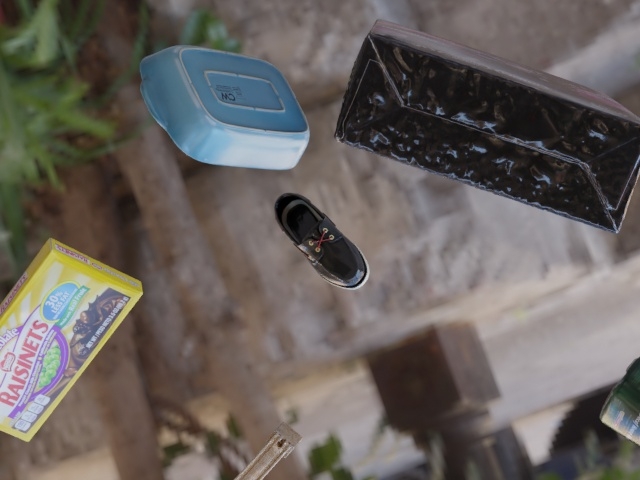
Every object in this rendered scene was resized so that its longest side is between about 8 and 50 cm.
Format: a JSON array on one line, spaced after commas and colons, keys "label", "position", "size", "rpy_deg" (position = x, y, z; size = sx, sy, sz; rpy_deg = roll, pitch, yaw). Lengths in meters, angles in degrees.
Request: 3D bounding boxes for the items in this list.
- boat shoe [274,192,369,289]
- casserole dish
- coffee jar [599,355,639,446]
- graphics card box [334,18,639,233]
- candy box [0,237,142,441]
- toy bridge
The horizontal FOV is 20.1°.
[{"label": "boat shoe", "position": [-0.001, 0.001, 1.838], "size": [0.049, 0.133, 0.042], "rpy_deg": [-45, 147, 3]}, {"label": "casserole dish", "position": [-0.075, -0.118, 1.550], "size": [0.037, 0.114, 0.188], "rpy_deg": [-40, 155, 31]}, {"label": "coffee jar", "position": [0.398, 0.208, 1.946], "size": [0.079, 0.184, 0.096], "rpy_deg": [-45, 161, -32]}, {"label": "graphics card box", "position": [0.137, -0.106, 1.513], "size": [0.233, 0.094, 0.371], "rpy_deg": [19, -170, 1]}, {"label": "candy box", "position": [-0.271, 0.098, 1.733], "size": [0.105, 0.027, 0.206], "rpy_deg": [29, 112, -26]}, {"label": "toy bridge", "position": [-0.090, 0.246, 1.654], "size": [0.188, 0.026, 0.063], "rpy_deg": [-48, 176, 18]}]
